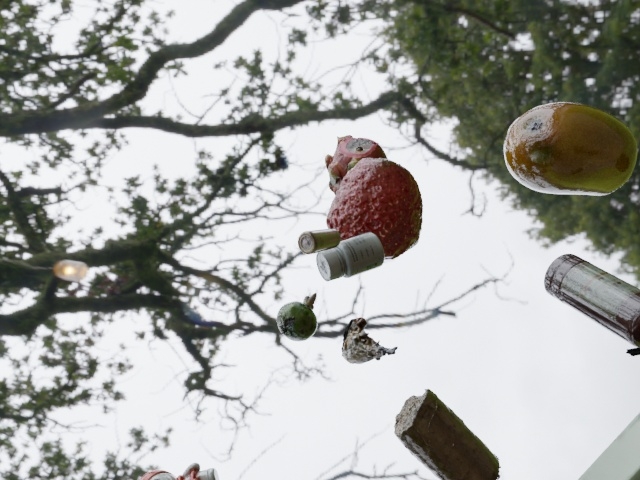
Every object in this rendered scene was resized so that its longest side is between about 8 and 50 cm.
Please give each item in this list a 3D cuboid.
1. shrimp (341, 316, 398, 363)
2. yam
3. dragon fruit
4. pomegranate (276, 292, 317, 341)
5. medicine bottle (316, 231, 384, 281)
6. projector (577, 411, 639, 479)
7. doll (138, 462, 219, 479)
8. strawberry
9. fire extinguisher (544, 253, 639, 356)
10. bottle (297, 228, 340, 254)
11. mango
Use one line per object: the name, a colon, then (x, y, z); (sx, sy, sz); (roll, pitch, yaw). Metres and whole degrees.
shrimp: (0.104, 0.237, 1.659); (0.066, 0.262, 0.117); (3, -103, -24)
yam: (0.264, 0.437, 1.477); (0.238, 0.128, 0.129); (45, -168, -8)
dragon fruit: (0.119, -0.217, 2.230); (0.224, 0.224, 0.227); (-46, -41, -45)
pomegranate: (-0.056, 0.214, 1.957); (0.161, 0.122, 0.122); (-54, -42, -32)
medicine bottle: (0.063, 0.037, 1.457); (0.131, 0.080, 0.080); (-19, -65, -22)
projector: (0.411, 0.309, 0.793); (0.257, 0.079, 0.259); (38, -86, -29)
doll: (-0.370, 0.607, 1.575); (0.129, 0.291, 0.160); (74, 177, -63)
strawberry: (0.145, -0.089, 1.786); (0.257, 0.258, 0.276); (-38, -39, -50)
fire extinguisher: (0.393, 0.096, 0.927); (0.099, 0.231, 0.071); (-18, -62, -16)
bottle: (0.000, 0.000, 1.331); (0.096, 0.045, 0.045); (-10, -76, -55)
mango: (0.537, -0.184, 1.454); (0.318, 0.211, 0.172); (12, -132, -26)
